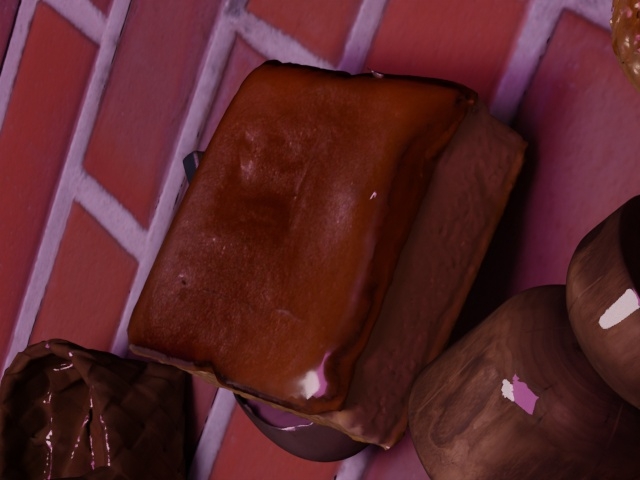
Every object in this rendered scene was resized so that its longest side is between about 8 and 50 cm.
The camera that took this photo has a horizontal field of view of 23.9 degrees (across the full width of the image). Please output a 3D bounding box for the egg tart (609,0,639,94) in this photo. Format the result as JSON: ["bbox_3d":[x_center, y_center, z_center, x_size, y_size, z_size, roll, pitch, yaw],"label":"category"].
[{"bbox_3d":[0.328,-0.200,1.164,0.232,0.098,0.252,12,94,56],"label":"egg tart"}]

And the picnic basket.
[{"bbox_3d":[-0.337,0.282,1.746,0.293,0.337,0.337,-7,82,49],"label":"picnic basket"}]

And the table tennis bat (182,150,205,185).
[{"bbox_3d":[-0.114,0.027,1.725,0.154,0.021,0.274,-31,67,44],"label":"table tennis bat"}]

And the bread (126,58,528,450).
[{"bbox_3d":[0.000,0.000,1.422,0.324,0.143,0.333,11,73,49],"label":"bread"}]

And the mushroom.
[{"bbox_3d":[-0.005,0.156,1.518,0.188,0.141,0.117,34,151,49],"label":"mushroom"}]

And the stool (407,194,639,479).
[{"bbox_3d":[0.216,0.106,1.208,0.264,0.179,0.179,-44,57,39],"label":"stool"}]
